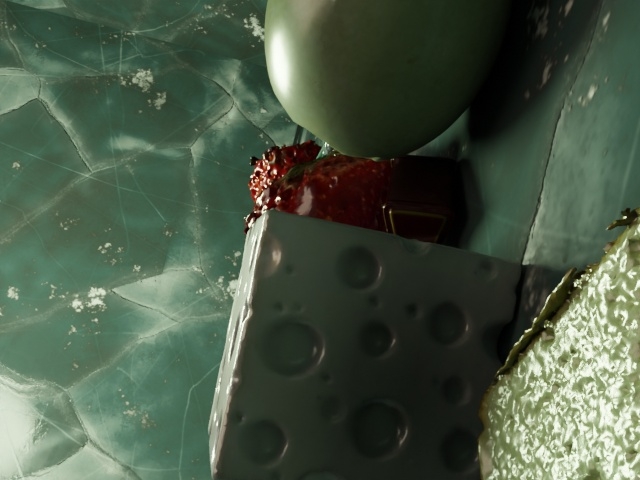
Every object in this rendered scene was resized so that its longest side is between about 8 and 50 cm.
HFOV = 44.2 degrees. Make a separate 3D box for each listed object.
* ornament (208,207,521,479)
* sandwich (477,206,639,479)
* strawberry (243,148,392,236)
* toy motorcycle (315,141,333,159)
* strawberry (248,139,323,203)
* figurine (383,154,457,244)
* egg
[{"bbox_3d":[0.027,0.115,0.791,0.240,0.239,0.240,158,124,-80],"label":"ornament"},{"bbox_3d":[0.164,0.113,0.396,0.251,0.087,0.226,107,173,-45],"label":"sandwich"},{"bbox_3d":[0.031,-0.018,1.132,0.274,0.274,0.221,-150,37,-82],"label":"strawberry"},{"bbox_3d":[0.058,-0.144,1.371,0.296,0.109,0.198,-43,-31,-64],"label":"toy motorcycle"},{"bbox_3d":[-0.043,-0.087,1.687,0.178,0.233,0.234,-100,23,-51],"label":"strawberry"},{"bbox_3d":[0.116,-0.028,0.956,0.154,0.082,0.098,-76,-7,-49],"label":"figurine"},{"bbox_3d":[0.080,-0.270,0.906,0.278,0.278,0.336,-88,19,-54],"label":"egg"}]
